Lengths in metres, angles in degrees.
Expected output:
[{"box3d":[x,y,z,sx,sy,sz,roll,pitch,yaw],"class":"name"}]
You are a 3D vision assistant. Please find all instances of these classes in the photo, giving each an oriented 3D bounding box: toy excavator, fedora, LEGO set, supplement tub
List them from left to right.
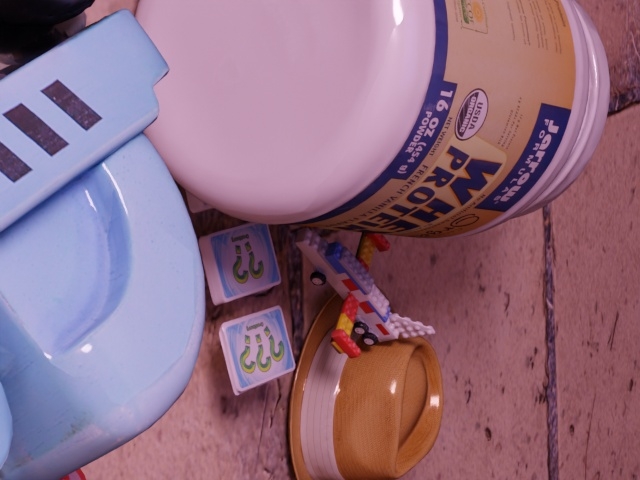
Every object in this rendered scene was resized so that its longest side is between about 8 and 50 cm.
[{"box3d":[-0.158,0.088,0.793,0.445,0.222,0.433,53,37,-6],"class":"toy excavator"},{"box3d":[0.000,0.000,1.400,0.244,0.060,0.182,-15,92,-57],"class":"LEGO set"},{"box3d":[0.046,0.131,1.510,0.194,0.079,0.194,-14,106,-59],"class":"fedora"},{"box3d":[0.047,-0.117,1.309,0.316,0.228,0.228,5,90,-55],"class":"supplement tub"}]

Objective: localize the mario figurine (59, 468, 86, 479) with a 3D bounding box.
[{"box3d":[-0.223,0.213,0.919,0.320,0.170,0.198,-44,162,-33],"class":"mario figurine"}]
